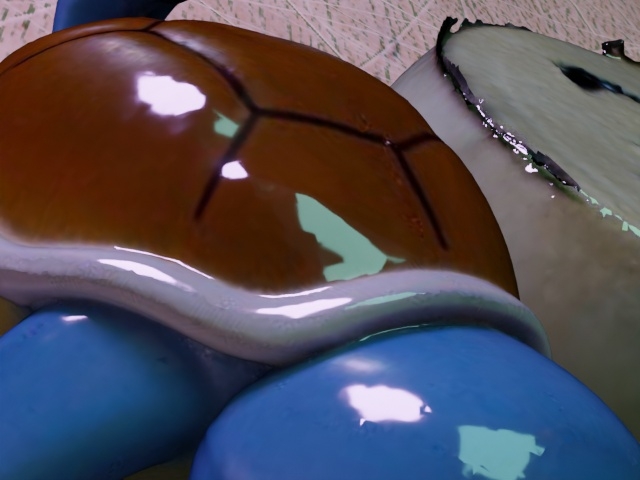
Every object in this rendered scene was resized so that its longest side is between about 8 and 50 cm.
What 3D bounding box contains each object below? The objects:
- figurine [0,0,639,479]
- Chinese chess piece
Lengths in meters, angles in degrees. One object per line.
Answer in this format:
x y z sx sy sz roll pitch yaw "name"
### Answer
-0.029 0.016 0.710 0.298 0.243 0.416 21 40 -44 "figurine"
0.174 0.025 0.989 0.349 0.146 0.349 23 21 -9 "Chinese chess piece"
